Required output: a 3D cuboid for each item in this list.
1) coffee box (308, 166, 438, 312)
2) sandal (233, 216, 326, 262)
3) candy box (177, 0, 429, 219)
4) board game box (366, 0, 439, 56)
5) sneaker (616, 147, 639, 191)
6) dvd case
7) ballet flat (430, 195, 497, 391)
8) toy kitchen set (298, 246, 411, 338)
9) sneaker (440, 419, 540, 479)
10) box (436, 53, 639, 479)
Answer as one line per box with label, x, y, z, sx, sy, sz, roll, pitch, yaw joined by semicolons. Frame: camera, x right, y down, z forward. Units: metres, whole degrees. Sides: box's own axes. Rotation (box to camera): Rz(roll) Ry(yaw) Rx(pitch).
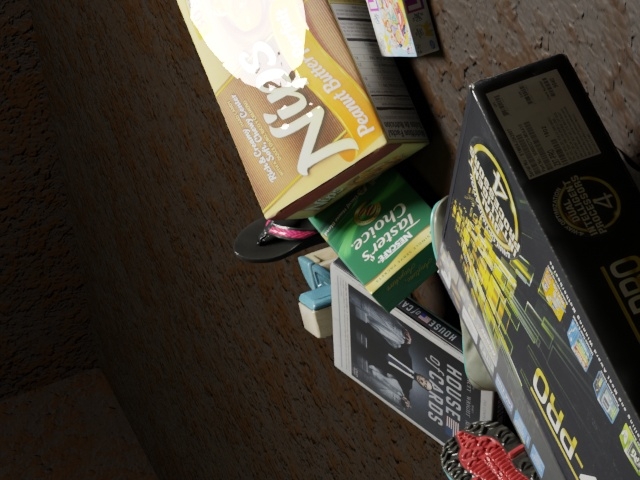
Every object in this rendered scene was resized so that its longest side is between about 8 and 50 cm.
coffee box;0.066;-0.014;2.067;0.040;0.113;0.184;48;-176;-40
sandal;-0.019;-0.022;2.237;0.040;0.179;0.067;63;-164;-49
candy box;-0.029;-0.201;2.062;0.183;0.087;0.316;-32;75;35
board game box;0.070;-0.261;1.929;0.103;0.026;0.154;-164;56;-72
sneaker;0.238;-0.031;1.580;0.134;0.051;0.070;43;143;51
dvd case;0.106;0.137;2.113;0.238;0.029;0.179;35;147;30
ballet flat;0.167;0.054;1.924;0.068;0.072;0.213;5;117;43
toy kitchen set;0.000;0.000;2.289;0.207;0.122;0.166;-151;45;-67
sneaker;0.222;0.294;1.972;0.125;0.104;0.262;56;-176;-37
box;0.220;0.097;1.529;0.318;0.097;0.395;90;158;-64
